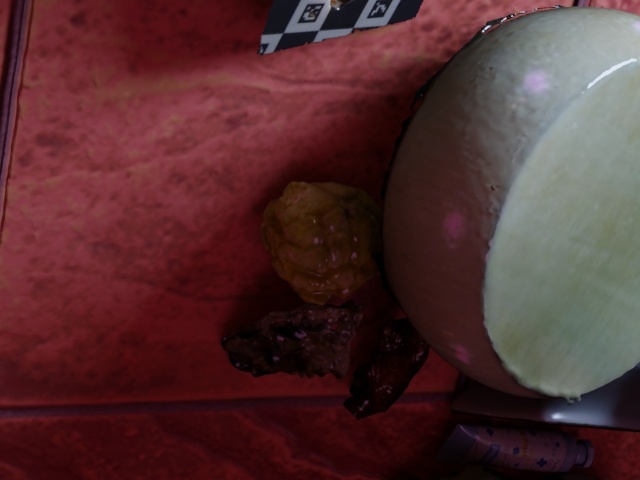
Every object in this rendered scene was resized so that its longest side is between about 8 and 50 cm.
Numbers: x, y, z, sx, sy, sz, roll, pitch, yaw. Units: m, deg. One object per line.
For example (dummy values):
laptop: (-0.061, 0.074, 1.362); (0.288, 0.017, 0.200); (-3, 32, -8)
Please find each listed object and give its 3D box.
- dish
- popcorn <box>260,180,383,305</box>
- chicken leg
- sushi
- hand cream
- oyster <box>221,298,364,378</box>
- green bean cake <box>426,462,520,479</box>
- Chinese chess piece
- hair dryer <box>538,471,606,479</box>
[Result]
dish: (0.275, 0.150, 1.765); (0.243, 0.182, 0.080); (8, 84, -26)
popcorn: (0.000, 0.000, 1.555); (0.106, 0.120, 0.116); (17, 144, 17)
chicken leg: (0.067, 0.114, 1.652); (0.089, 0.048, 0.219); (-47, 172, -27)
sushi: (0.035, -0.253, 1.410); (0.193, 0.040, 0.210); (-18, 147, -36)
hand cream: (0.204, 0.215, 1.834); (0.171, 0.043, 0.065); (8, 134, -22)
oyster: (-0.016, 0.094, 1.616); (0.105, 0.056, 0.177); (25, 144, -35)
green bean cake: (0.150, 0.350, 1.785); (0.200, 0.214, 0.113); (-35, 158, 18)
Chinese chess piece: (0.213, -0.034, 1.546); (0.349, 0.146, 0.349); (-21, 125, -32)
hair dryer: (0.280, 0.338, 1.942); (0.219, 0.088, 0.225); (7, 134, -30)
